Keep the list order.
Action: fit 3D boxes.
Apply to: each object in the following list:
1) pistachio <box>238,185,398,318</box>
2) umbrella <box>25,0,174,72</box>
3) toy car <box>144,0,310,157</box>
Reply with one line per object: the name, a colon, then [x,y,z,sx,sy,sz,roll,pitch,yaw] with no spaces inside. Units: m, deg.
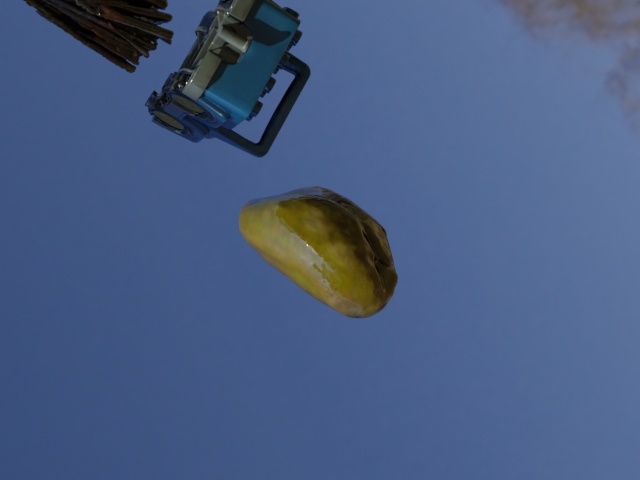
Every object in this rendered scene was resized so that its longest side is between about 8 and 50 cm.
pistachio: [-0.003,-0.002,1.913,0.189,0.100,0.110,37,-178,31]
umbrella: [-0.063,-0.063,0.480,0.083,0.020,0.031,17,-111,-47]
toy car: [-0.063,-0.124,1.487,0.100,0.191,0.097,31,-101,-10]
